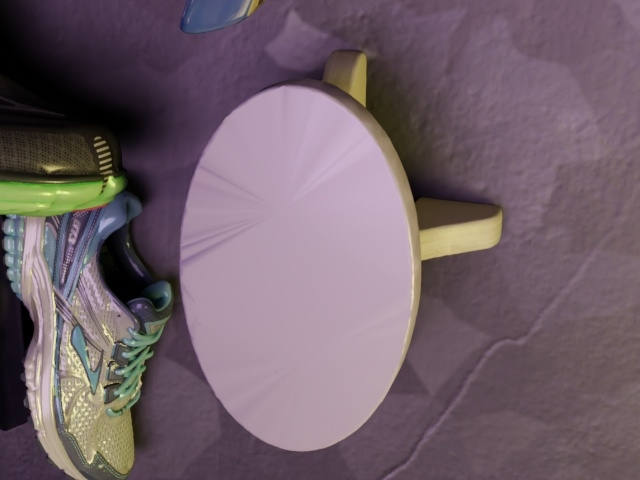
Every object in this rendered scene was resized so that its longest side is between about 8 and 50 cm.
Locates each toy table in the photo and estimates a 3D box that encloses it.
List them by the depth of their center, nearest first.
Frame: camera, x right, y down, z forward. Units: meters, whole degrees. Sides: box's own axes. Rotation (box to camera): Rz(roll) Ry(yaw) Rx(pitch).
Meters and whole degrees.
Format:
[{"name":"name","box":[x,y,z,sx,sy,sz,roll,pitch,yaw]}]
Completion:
[{"name":"toy table","box":[0.000,0.000,0.992,0.252,0.161,0.274,18,114,10]}]

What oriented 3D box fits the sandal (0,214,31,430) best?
[{"name":"sandal","box":[-0.302,0.056,1.139,0.097,0.055,0.254,20,122,50]}]

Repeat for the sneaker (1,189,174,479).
[{"name":"sneaker","box":[-0.186,0.084,1.111,0.122,0.110,0.282,-4,109,15]}]

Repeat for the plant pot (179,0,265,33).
[{"name":"plant pot","box":[-0.098,-0.281,0.880,0.212,0.236,0.236,24,115,1]}]

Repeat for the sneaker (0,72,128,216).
[{"name":"sneaker","box":[-0.352,-0.170,1.005,0.483,0.185,0.202,31,103,11]}]
